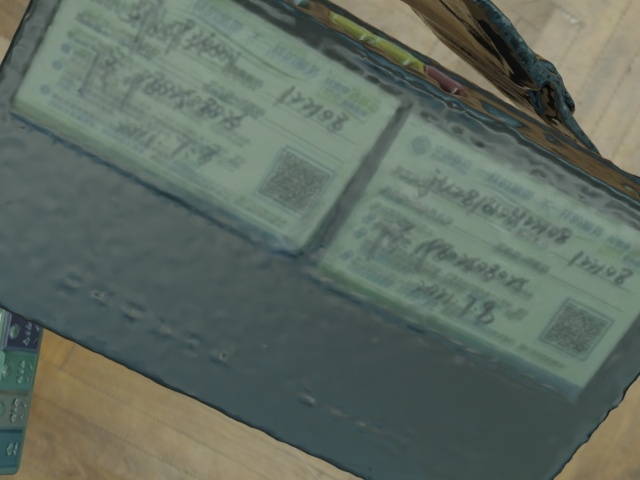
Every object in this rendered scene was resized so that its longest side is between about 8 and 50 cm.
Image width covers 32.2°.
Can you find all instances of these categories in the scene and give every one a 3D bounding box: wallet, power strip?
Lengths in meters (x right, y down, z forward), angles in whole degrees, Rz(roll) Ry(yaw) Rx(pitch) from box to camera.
[{"bbox_3d":[0.148,-0.190,1.045,0.041,0.247,0.323,-50,137,6],"label":"wallet"},{"bbox_3d":[-0.418,0.179,1.369,0.061,0.145,0.215,4,81,23],"label":"power strip"}]

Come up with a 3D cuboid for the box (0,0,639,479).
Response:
[{"bbox_3d":[0.000,0.000,0.557,0.350,0.058,0.211,29,112,-11],"label":"box"}]
